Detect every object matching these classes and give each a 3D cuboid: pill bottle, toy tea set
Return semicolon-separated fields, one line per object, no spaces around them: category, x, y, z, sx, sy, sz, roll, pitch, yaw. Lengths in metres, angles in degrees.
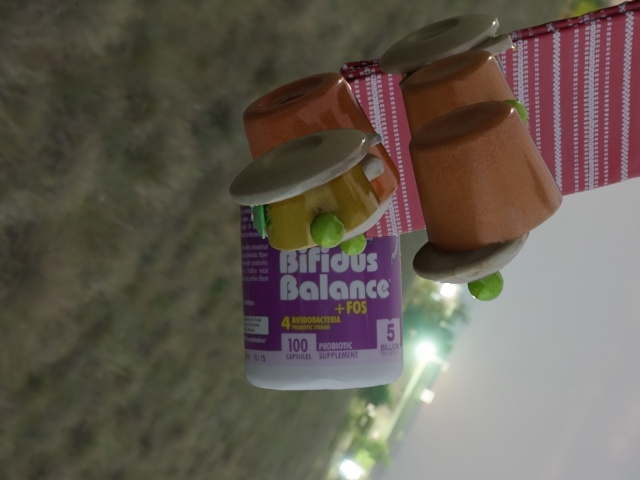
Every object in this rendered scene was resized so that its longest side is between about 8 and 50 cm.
pill bottle;0.000;0.000;1.461;0.169;0.169;0.302;4;84;-84
toy tea set;0.051;-0.032;0.857;0.200;0.124;0.336;-20;-161;7

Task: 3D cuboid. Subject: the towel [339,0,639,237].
towel;0.157;-0.100;1.170;0.199;0.274;0.031;77;-1;-46
